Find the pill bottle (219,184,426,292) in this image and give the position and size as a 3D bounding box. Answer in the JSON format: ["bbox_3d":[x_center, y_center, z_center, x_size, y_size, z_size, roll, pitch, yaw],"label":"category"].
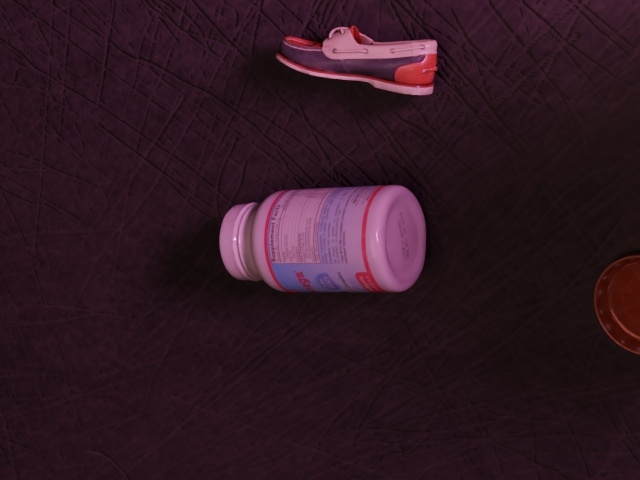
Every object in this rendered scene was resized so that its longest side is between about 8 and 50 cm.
[{"bbox_3d":[0.000,0.000,1.299,0.160,0.087,0.087,-2,108,32],"label":"pill bottle"}]

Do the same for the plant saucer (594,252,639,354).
[{"bbox_3d":[0.252,0.049,1.210,0.084,0.013,0.083,12,115,28],"label":"plant saucer"}]

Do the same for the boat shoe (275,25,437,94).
[{"bbox_3d":[0.029,-0.148,1.247,0.137,0.049,0.043,14,112,24],"label":"boat shoe"}]
